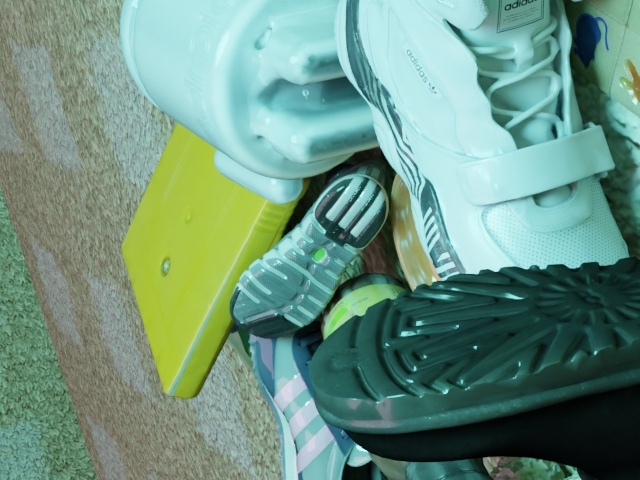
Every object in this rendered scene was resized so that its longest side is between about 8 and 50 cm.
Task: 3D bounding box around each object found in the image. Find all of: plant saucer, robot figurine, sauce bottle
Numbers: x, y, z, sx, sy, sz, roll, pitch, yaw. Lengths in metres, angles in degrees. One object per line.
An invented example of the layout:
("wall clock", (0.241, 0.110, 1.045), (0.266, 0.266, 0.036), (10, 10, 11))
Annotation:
("plant saucer", (0.134, 0.009, 0.991), (0.200, 0.037, 0.200), (44, 145, 42))
("robot figurine", (-0.064, -0.185, 1.042), (0.353, 0.199, 0.300), (35, 130, 50))
("sauce bottle", (0.083, 0.147, 0.997), (0.344, 0.111, 0.111), (-116, 16, -64))

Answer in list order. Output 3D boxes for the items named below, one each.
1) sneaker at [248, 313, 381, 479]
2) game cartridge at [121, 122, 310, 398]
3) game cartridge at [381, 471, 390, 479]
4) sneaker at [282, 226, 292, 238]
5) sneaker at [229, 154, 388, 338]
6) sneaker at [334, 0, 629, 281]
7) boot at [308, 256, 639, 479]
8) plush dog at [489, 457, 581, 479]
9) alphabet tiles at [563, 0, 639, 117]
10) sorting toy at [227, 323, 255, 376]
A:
("sneaker", (0.015, 0.184, 1.206), (0.131, 0.112, 0.319), (-2, 107, 40))
("game cartridge", (-0.135, -0.025, 1.294), (0.324, 0.052, 0.285), (-59, 36, 27))
("game cartridge", (0.077, 0.246, 1.280), (0.297, 0.062, 0.198), (51, 146, 33))
("sneaker", (-0.104, 0.022, 1.379), (0.295, 0.109, 0.124), (48, 127, 53))
("sneaker", (0.000, 0.000, 1.131), (0.086, 0.132, 0.229), (40, 120, -9))
("sneaker", (0.132, -0.097, 0.761), (0.366, 0.137, 0.210), (63, 158, 20))
("boot", (0.179, 0.152, 0.679), (0.131, 0.347, 0.260), (-99, 1, -69))
("plush dog", (0.209, 0.276, 0.883), (0.210, 0.262, 0.225), (19, 146, 17))
("alphabet tiles", (0.213, -0.210, 0.687), (0.342, 0.011, 0.285), (47, 148, 38))
("sorting toy", (-0.089, 0.112, 1.519), (0.307, 0.041, 0.229), (46, 147, 41))
